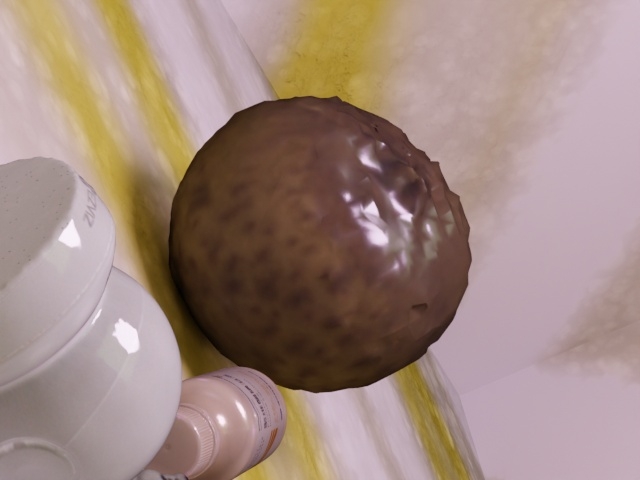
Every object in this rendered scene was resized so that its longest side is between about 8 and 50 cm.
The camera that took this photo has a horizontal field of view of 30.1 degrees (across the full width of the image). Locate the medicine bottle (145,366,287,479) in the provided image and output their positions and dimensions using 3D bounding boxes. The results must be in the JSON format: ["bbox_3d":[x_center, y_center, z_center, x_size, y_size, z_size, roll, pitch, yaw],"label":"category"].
[{"bbox_3d":[-0.115,0.193,1.218,0.114,0.114,0.252,67,11,7],"label":"medicine bottle"}]

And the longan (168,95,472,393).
[{"bbox_3d":[0.000,0.000,1.513,0.391,0.391,0.391,62,11,-21],"label":"longan"}]

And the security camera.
[{"bbox_3d":[-0.198,0.082,0.861,0.195,0.194,0.236,-101,165,-53],"label":"security camera"}]

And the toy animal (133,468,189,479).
[{"bbox_3d":[-0.201,0.137,1.033,0.217,0.073,0.176,55,13,-28],"label":"toy animal"}]
